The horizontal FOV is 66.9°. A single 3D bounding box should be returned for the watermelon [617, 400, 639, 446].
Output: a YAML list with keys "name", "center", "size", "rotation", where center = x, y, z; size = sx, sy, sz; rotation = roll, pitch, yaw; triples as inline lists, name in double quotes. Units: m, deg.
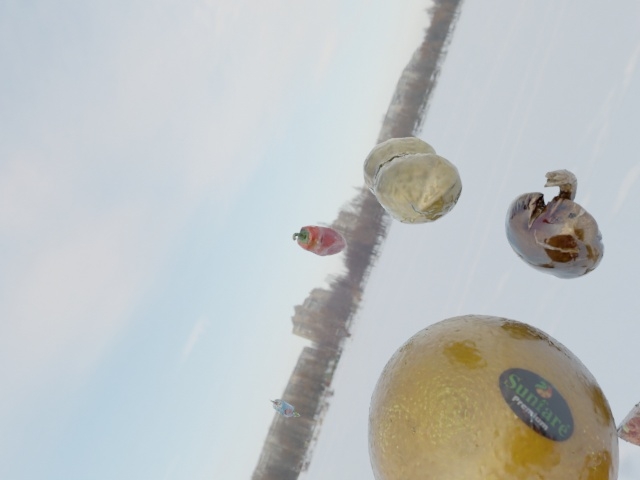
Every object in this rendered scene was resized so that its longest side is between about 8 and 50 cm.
- name: "watermelon"
  center: [0.770, 0.397, 1.060]
  size: [0.257, 0.193, 0.139]
  rotation: [-20, 67, 53]

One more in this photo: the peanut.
- name: "peanut"
  center: [0.100, -0.069, 0.542]
  size: [0.193, 0.089, 0.089]
  rotation: [-108, 32, -67]

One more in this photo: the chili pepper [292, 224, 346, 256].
- name: "chili pepper"
  center: [0.000, -0.001, 0.934]
  size: [0.191, 0.050, 0.059]
  rotation: [15, -76, -58]

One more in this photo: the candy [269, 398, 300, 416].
- name: "candy"
  center: [-0.058, 0.278, 0.798]
  size: [0.020, 0.030, 0.083]
  rotation: [-66, -29, -23]

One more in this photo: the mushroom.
- name: "mushroom"
  center: [0.309, -0.018, 0.649]
  size: [0.080, 0.135, 0.170]
  rotation: [-33, -53, -28]

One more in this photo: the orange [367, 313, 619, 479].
- name: "orange"
  center: [0.182, 0.221, 0.545]
  size: [0.274, 0.274, 0.274]
  rotation: [19, -90, -83]
